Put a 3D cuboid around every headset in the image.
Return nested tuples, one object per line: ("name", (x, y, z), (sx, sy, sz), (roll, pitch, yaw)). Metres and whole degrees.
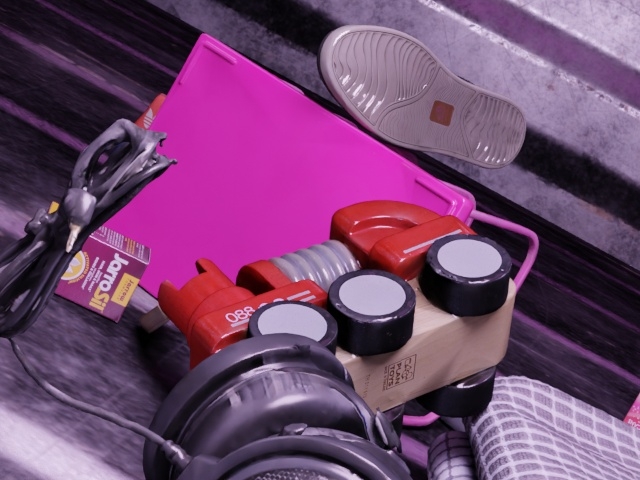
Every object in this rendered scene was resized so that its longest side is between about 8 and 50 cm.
("headset", (-0.003, 0.116, 0.881), (0.394, 0.185, 0.243), (37, 7, -19))

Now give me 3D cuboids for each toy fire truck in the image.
("toy fire truck", (-0.018, 0.047, 1.180), (0.217, 0.158, 0.246), (-20, 42, -29))

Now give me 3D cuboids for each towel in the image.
("towel", (0.218, 0.213, 1.158), (0.284, 0.121, 0.235), (27, 11, -9))

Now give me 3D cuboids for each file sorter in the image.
("file sorter", (0.000, 0.000, 1.406), (0.291, 0.202, 0.182), (35, 9, 31))

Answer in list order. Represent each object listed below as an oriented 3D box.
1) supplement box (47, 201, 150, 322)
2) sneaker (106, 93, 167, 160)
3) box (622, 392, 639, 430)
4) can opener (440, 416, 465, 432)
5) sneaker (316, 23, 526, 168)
("supplement box", (-0.175, 0.016, 1.266), (0.083, 0.055, 0.043), (26, 12, -11))
("sneaker", (-0.071, -0.059, 1.630), (0.131, 0.148, 0.350), (33, 11, 26))
("box", (0.447, 0.210, 1.726), (0.257, 0.128, 0.122), (32, 11, 21))
("can opener", (0.144, 0.121, 1.468), (0.076, 0.095, 0.283), (17, 15, -44))
("sneaker", (0.055, -0.117, 1.391), (0.222, 0.083, 0.118), (24, -4, -41))
